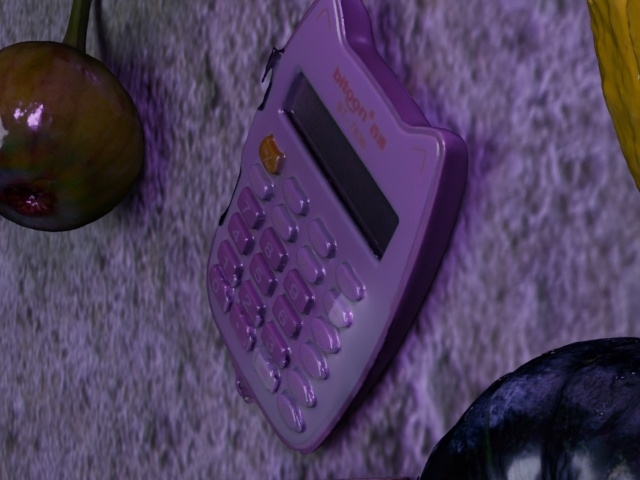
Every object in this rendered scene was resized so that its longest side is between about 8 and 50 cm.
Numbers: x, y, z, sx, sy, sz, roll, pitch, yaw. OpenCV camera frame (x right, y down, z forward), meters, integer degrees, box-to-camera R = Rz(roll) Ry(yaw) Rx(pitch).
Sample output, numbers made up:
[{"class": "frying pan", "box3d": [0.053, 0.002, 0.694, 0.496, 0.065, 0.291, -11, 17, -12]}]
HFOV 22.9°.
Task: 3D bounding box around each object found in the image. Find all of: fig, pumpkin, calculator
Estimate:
[{"class": "fig", "box3d": [-0.198, -0.128, 1.213, 0.149, 0.149, 0.245, -38, 37, 49]}, {"class": "pumpkin", "box3d": [0.142, 0.158, 0.696, 0.233, 0.163, 0.233, -5, 83, 44]}, {"class": "calculator", "box3d": [0.001, 0.000, 0.995, 0.194, 0.043, 0.294, 57, 138, 34]}]

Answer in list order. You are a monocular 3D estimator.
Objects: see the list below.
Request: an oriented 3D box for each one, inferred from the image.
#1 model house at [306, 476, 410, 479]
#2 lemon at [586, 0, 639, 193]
[{"class": "model house", "box3d": [-0.042, 0.244, 0.958, 0.326, 0.169, 0.244, -59, 45, 39]}, {"class": "lemon", "box3d": [0.219, -0.087, 0.478, 0.297, 0.297, 0.297, 5, 96, 54]}]
